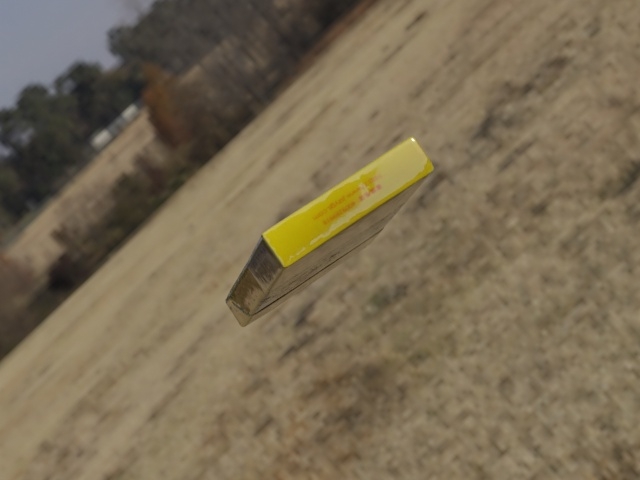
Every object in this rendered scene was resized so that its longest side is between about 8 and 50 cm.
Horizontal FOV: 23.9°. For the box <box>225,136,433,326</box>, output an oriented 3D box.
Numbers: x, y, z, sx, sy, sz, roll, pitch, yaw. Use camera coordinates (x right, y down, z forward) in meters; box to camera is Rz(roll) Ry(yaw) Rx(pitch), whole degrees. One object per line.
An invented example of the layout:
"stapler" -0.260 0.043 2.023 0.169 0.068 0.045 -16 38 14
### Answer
"box" 0.000 0.000 0.740 0.087 0.023 0.155 -37 -5 -15
